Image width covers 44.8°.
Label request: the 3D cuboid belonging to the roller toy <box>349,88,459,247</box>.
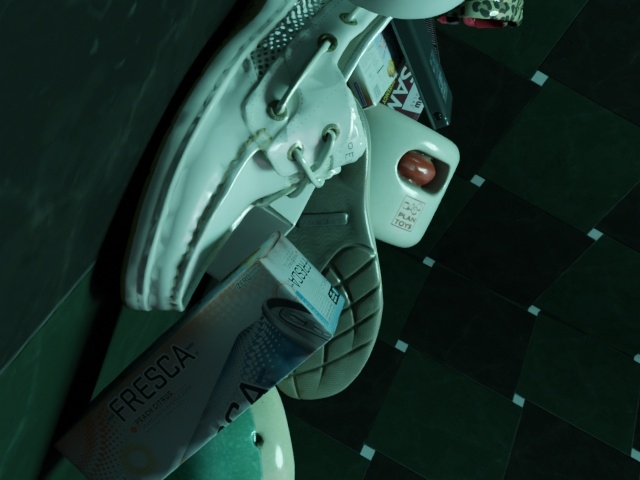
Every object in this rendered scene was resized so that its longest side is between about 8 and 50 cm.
[{"bbox_3d":[0.048,-0.080,0.891,0.209,0.191,0.146,-54,170,-83],"label":"roller toy"}]

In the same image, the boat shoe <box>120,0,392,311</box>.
[{"bbox_3d":[-0.018,-0.072,0.446,0.277,0.096,0.098,-64,-178,-17],"label":"boat shoe"}]

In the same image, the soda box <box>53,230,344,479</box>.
[{"bbox_3d":[-0.073,0.079,0.464,0.183,0.063,0.058,-42,-173,18],"label":"soda box"}]

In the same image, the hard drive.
[{"bbox_3d":[0.113,-0.202,0.863,0.135,0.022,0.094,64,22,-23],"label":"hard drive"}]

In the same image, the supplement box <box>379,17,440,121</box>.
[{"bbox_3d":[0.105,-0.261,1.092,0.240,0.073,0.130,-89,-164,-44],"label":"supplement box"}]

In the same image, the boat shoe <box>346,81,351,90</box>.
[{"bbox_3d":[0.053,-0.211,0.931,0.183,0.066,0.066,-63,136,-68],"label":"boat shoe"}]

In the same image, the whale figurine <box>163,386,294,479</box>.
[{"bbox_3d":[-0.136,0.222,0.794,0.272,0.141,0.216,-31,-113,55],"label":"whale figurine"}]

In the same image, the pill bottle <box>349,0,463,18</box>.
[{"bbox_3d":[0.060,-0.207,0.327,0.229,0.131,0.131,113,2,-66],"label":"pill bottle"}]

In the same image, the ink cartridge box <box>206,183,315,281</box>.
[{"bbox_3d":[-0.039,-0.045,0.566,0.099,0.056,0.135,-44,-165,47],"label":"ink cartridge box"}]

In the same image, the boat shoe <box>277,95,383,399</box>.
[{"bbox_3d":[0.000,0.000,0.759,0.116,0.123,0.325,-94,-172,-70],"label":"boat shoe"}]

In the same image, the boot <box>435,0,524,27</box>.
[{"bbox_3d":[0.239,-0.449,1.102,0.377,0.138,0.284,-48,142,-73],"label":"boot"}]

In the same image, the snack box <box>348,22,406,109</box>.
[{"bbox_3d":[0.063,-0.202,0.829,0.022,0.064,0.178,-14,-155,28],"label":"snack box"}]
